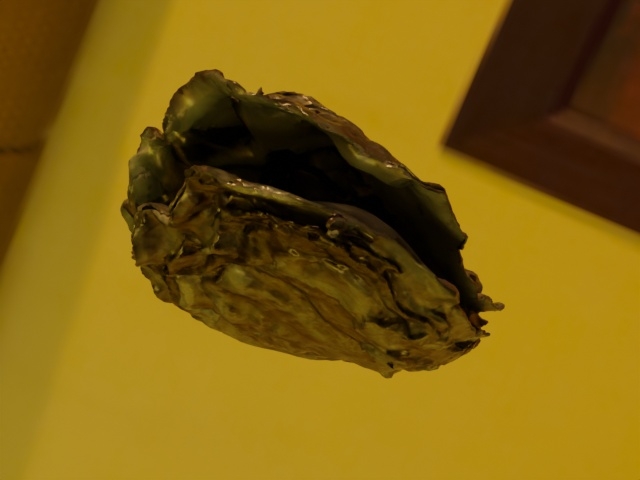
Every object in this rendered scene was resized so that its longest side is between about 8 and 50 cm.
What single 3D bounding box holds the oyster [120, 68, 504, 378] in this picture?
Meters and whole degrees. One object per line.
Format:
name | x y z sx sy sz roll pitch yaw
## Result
oyster | 0.000 0.000 0.963 0.267 0.198 0.112 98 12 -74
